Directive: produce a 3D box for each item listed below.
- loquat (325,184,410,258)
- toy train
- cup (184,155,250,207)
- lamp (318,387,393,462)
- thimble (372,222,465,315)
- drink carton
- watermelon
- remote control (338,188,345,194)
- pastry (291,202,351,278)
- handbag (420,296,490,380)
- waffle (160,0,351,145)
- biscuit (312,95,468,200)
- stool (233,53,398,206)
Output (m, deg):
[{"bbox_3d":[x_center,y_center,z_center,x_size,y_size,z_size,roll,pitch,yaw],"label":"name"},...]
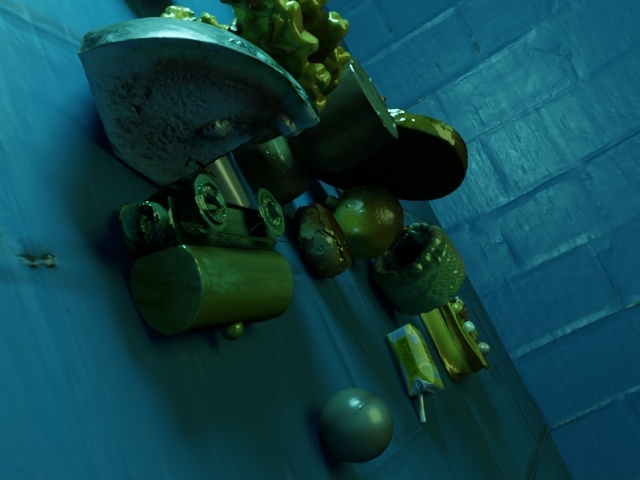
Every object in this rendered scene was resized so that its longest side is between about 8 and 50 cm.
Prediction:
[{"bbox_3d":[0.099,-0.048,1.515,0.205,0.149,0.172,32,69,-19],"label":"loquat"},{"bbox_3d":[-0.115,0.020,0.814,0.189,0.126,0.307,64,16,11],"label":"toy train"},{"bbox_3d":[-0.160,-0.088,0.985,0.116,0.074,0.104,60,-13,-14],"label":"cup"},{"bbox_3d":[0.050,0.259,0.946,0.105,0.105,0.105,53,18,-25],"label":"lamp"},{"bbox_3d":[0.232,0.064,1.633,0.150,0.219,0.219,52,18,-26],"label":"thimble"},{"bbox_3d":[0.209,0.282,1.434,0.084,0.075,0.199,36,28,-54],"label":"drink carton"},{"bbox_3d":[-0.181,-0.168,0.835,0.320,0.213,0.290,19,7,22],"label":"watermelon"},{"bbox_3d":[0.124,-0.099,1.848,0.296,0.056,0.140,50,18,-35],"label":"remote control"},{"bbox_3d":[0.005,-0.001,1.285,0.153,0.081,0.153,51,16,-20],"label":"pastry"},{"bbox_3d":[0.373,0.205,1.982,0.400,0.133,0.283,65,12,14],"label":"handbag"},{"bbox_3d":[-0.108,-0.285,1.037,0.151,0.324,0.261,-36,104,-34],"label":"waffle"},{"bbox_3d":[0.124,-0.206,1.464,0.350,0.395,0.070,76,29,-61],"label":"biscuit"},{"bbox_3d":[-0.011,-0.199,1.244,0.179,0.264,0.179,52,19,-25],"label":"stool"}]
